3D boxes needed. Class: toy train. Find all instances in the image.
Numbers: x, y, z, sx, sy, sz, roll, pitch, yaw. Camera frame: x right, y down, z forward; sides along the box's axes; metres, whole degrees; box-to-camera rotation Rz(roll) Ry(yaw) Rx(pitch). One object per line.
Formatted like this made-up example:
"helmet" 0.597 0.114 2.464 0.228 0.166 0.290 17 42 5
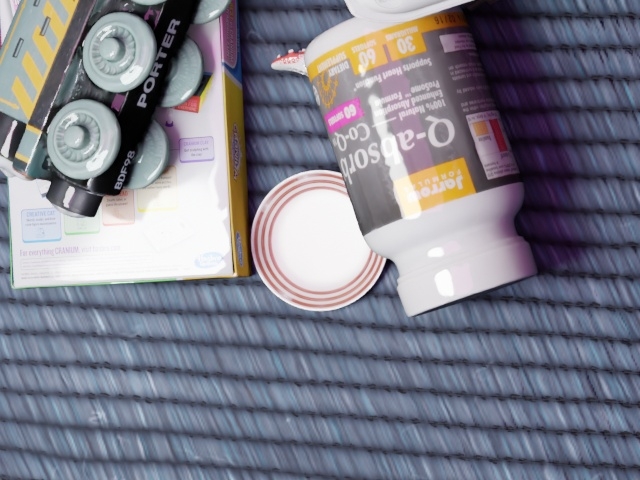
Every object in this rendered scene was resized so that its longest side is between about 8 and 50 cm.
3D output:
"toy train" -0.214 -0.194 1.759 0.190 0.142 0.333 25 97 24

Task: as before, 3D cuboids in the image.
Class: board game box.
"board game box" -0.198 -0.113 1.850 0.242 0.064 0.316 -3 89 13

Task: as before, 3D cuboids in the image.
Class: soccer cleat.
"soccer cleat" -0.008 -0.173 1.824 0.083 0.029 0.035 -7 84 9

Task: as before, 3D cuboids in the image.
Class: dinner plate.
"dinner plate" 0.000 0.000 1.826 0.141 0.017 0.141 0 90 14

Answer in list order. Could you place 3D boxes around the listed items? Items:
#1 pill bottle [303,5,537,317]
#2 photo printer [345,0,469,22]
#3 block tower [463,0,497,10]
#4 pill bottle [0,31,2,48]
"pill bottle" 0.099 -0.078 1.729 0.162 0.162 0.278 -20 85 13
"photo printer" 0.141 -0.335 1.637 0.308 0.107 0.256 -15 51 25
"block tower" 0.260 -0.347 1.729 0.335 0.091 0.097 -30 84 11
"pill bottle" -0.447 -0.162 1.872 0.246 0.136 0.136 -3 89 13
